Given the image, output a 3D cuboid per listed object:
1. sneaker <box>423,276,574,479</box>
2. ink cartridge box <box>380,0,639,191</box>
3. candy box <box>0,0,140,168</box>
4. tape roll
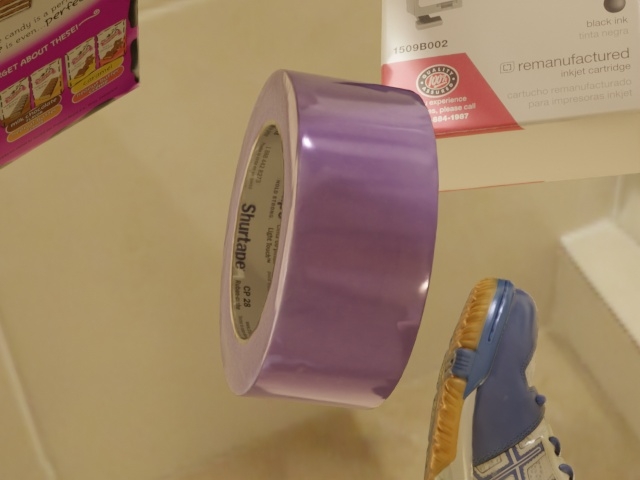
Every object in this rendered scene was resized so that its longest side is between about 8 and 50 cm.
[{"bbox_3d":[0.128,0.174,0.940,0.131,0.112,0.297,7,81,5],"label":"sneaker"},{"bbox_3d":[0.156,-0.193,1.162,0.207,0.117,0.283,-6,68,17],"label":"ink cartridge box"},{"bbox_3d":[-0.174,-0.135,0.742,0.159,0.233,0.071,-35,67,-26],"label":"candy box"},{"bbox_3d":[0.000,0.000,0.849,0.080,0.189,0.189,7,46,-14],"label":"tape roll"}]
